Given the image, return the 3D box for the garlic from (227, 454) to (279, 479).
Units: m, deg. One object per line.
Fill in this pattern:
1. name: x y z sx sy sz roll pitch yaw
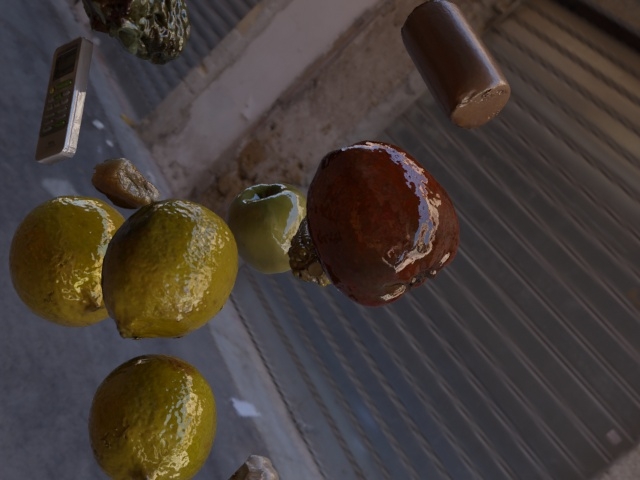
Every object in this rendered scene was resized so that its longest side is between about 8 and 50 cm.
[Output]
1. garlic: -0.114 0.445 1.411 0.094 0.074 0.113 61 32 -32

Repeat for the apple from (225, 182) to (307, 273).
1. apple: -0.136 -0.040 2.184 0.262 0.262 0.262 45 10 -10

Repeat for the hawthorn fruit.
1. hawthorn fruit: 0.069 -0.042 1.116 0.262 0.210 0.210 56 12 22

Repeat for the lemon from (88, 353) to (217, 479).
1. lemon: -0.321 0.349 1.495 0.267 0.267 0.267 45 10 -10

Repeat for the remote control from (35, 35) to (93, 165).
1. remote control: -0.494 -0.270 1.497 0.034 0.103 0.250 24 64 -47

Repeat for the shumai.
1. shumai: -0.368 -0.445 1.447 0.255 0.189 0.218 69 25 -10

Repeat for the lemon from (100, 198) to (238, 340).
1. lemon: -0.291 0.059 1.493 0.254 0.310 0.253 20 -32 13

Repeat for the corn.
1. corn: 0.000 0.000 1.356 0.097 0.097 0.320 45 13 -8

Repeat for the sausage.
1. sausage: 0.233 -0.298 1.332 0.123 0.123 0.252 37 27 -46

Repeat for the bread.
1. bread: -0.406 -0.112 1.602 0.125 0.082 0.106 47 -17 -30

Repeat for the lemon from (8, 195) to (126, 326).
1. lemon: -0.599 0.048 1.891 0.336 0.336 0.336 45 10 -10
